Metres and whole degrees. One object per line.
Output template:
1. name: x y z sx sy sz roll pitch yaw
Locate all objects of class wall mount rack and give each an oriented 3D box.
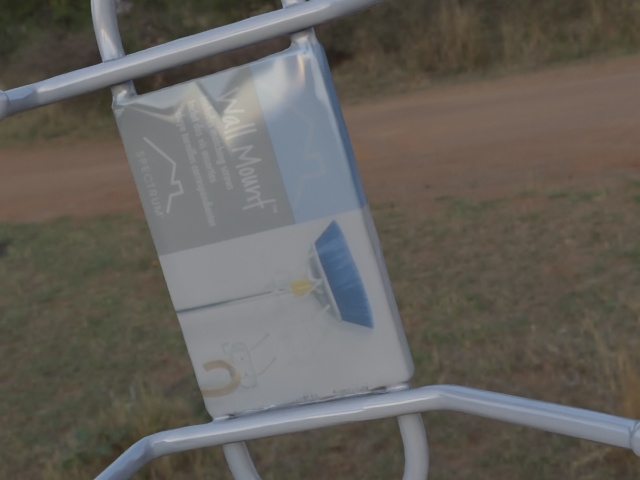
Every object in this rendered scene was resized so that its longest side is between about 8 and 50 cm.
1. wall mount rack: 0.000 0.000 0.505 0.304 0.350 0.130 -13 10 21
